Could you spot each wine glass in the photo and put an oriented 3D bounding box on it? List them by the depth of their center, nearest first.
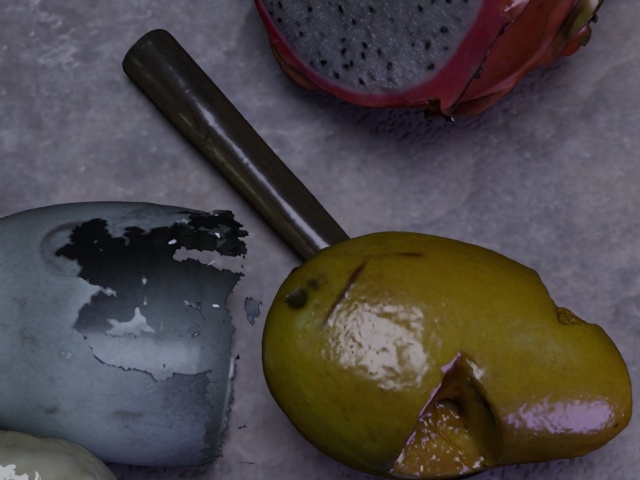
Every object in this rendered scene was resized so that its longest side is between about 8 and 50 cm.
[{"bbox_3d":[-0.215,0.053,1.227,0.357,0.190,0.190,7,65,3],"label":"wine glass"}]

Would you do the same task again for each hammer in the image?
[{"bbox_3d":[0.000,0.000,1.341,0.168,0.044,0.440,-35,71,-19],"label":"hammer"}]

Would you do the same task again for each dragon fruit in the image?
[{"bbox_3d":[0.103,-0.246,1.350,0.225,0.305,0.305,-21,65,-43],"label":"dragon fruit"}]

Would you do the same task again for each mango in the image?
[{"bbox_3d":[0.088,0.084,1.212,0.262,0.130,0.167,3,66,-9],"label":"mango"}]

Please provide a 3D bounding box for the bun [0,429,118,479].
[{"bbox_3d":[-0.222,0.234,1.159,0.243,0.153,0.244,0,90,-7],"label":"bun"}]
